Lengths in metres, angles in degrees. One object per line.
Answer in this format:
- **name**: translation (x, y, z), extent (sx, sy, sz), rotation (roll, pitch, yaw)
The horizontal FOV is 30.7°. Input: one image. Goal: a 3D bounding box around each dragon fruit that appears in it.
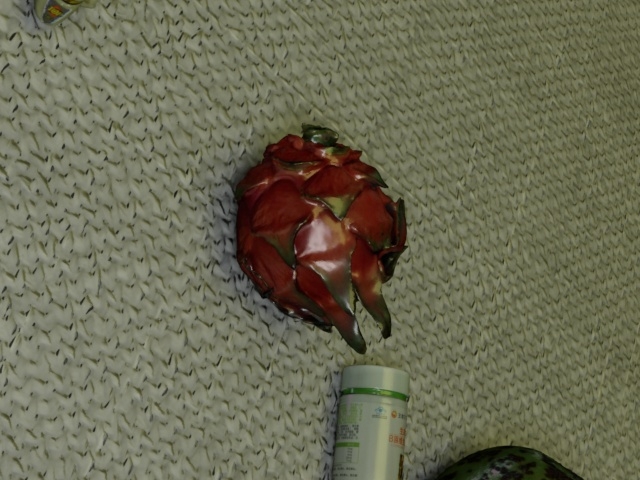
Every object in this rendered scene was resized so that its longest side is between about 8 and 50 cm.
- **dragon fruit**: translation (0.000, 0.000, 1.343), extent (0.192, 0.193, 0.274), rotation (-10, 89, -72)

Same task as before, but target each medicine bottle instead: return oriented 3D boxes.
- **medicine bottle**: translation (0.060, 0.249, 1.417), extent (0.086, 0.086, 0.183), rotation (19, 69, -39)

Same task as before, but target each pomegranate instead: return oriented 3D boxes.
- **pomegranate**: translation (0.241, 0.383, 1.447), extent (0.254, 0.270, 0.254), rotation (-1, 98, -9)

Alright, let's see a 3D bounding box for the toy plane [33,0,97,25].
- **toy plane**: translation (-0.215, -0.349, 1.214), extent (0.092, 0.108, 0.286), rotation (35, 79, -40)
